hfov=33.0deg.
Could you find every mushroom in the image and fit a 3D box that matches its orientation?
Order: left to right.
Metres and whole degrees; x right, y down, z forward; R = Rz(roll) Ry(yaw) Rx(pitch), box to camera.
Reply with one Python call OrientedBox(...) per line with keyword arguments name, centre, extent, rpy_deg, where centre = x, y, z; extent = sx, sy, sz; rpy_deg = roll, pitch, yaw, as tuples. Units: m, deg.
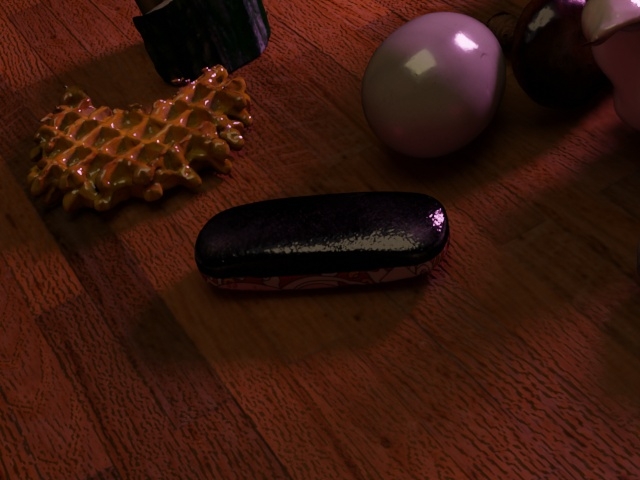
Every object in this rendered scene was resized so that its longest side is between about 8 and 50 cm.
OrientedBox(name="mushroom", centre=(0.263, -0.242, 1.295), extent=(0.227, 0.148, 0.217), rpy_deg=(-29, 22, -30))

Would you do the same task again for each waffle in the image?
OrientedBox(name="waffle", centre=(-0.234, -0.132, 1.346), extent=(0.292, 0.069, 0.260), rpy_deg=(-9, 39, 10))

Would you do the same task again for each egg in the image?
OrientedBox(name="egg", centre=(0.133, -0.179, 1.219), extent=(0.151, 0.151, 0.209), rpy_deg=(14, 41, 31))

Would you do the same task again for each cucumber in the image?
OrientedBox(name="cucumber", centre=(-0.168, -0.321, 1.507), extent=(0.191, 0.130, 0.191), rpy_deg=(-11, 35, 8))

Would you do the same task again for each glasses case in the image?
OrientedBox(name="glasses case", centre=(0.000, 0.000, 1.114), extent=(0.266, 0.067, 0.103), rpy_deg=(-3, 42, 13))

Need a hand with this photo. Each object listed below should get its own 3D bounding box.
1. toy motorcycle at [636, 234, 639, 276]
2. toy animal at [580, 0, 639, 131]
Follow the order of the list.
OrientedBox(name="toy motorcycle", centre=(0.393, -0.006, 0.956), extent=(0.270, 0.106, 0.159), rpy_deg=(-36, 45, 0))
OrientedBox(name="toy animal", centre=(0.395, -0.185, 1.083), extent=(0.310, 0.247, 0.183), rpy_deg=(30, 84, 16))
